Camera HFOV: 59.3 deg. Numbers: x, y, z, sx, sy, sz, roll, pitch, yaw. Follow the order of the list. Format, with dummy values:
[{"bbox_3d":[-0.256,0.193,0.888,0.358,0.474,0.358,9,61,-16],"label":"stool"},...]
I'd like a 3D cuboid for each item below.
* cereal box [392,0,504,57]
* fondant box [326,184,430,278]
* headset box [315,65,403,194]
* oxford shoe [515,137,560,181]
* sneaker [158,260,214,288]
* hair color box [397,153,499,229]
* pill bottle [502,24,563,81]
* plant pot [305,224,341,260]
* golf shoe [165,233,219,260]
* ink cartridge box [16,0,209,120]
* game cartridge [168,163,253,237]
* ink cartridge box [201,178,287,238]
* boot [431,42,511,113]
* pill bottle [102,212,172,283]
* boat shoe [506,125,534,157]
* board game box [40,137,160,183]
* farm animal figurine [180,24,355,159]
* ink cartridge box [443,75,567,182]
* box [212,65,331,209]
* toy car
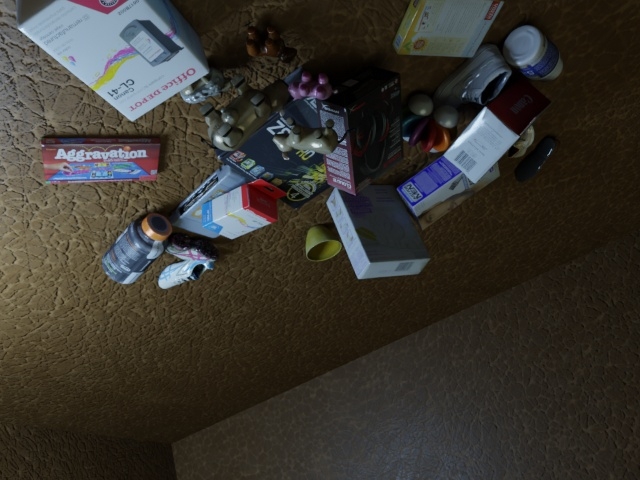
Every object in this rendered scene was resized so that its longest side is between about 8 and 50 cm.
[{"bbox_3d":[0.321,-0.549,1.422,0.240,0.047,0.173,-6,147,-24],"label":"cereal box"},{"bbox_3d":[0.189,-0.037,1.885,0.238,0.330,0.096,-3,143,-27],"label":"fondant box"},{"bbox_3d":[0.114,-0.280,1.503,0.218,0.110,0.293,-37,137,-30],"label":"headset box"},{"bbox_3d":[0.818,-0.295,2.105,0.076,0.076,0.212,-10,150,-38],"label":"oxford shoe"},{"bbox_3d":[-0.477,0.115,1.978,0.237,0.086,0.085,-30,150,18],"label":"sneaker"},{"bbox_3d":[0.445,-0.201,1.937,0.339,0.110,0.185,-34,148,4],"label":"hair color box"},{"bbox_3d":[0.604,-0.516,1.578,0.187,0.112,0.112,11,137,-45],"label":"pill bottle"},{"bbox_3d":[0.000,0.000,2.065,0.134,0.095,0.134,-15,150,-9],"label":"plant pot"},{"bbox_3d":[-0.432,0.033,1.893,0.186,0.067,0.086,21,138,-33],"label":"golf shoe"},{"bbox_3d":[-0.403,-0.416,1.127,0.226,0.131,0.306,-28,148,12],"label":"ink cartridge box"},{"bbox_3d":[-0.304,-0.115,1.745,0.297,0.062,0.198,-37,142,26],"label":"game cartridge"},{"bbox_3d":[-0.222,-0.090,1.658,0.231,0.078,0.134,-21,153,29],"label":"ink cartridge box"},{"bbox_3d":[0.425,-0.426,1.605,0.095,0.123,0.258,4,142,-35],"label":"boot"},{"bbox_3d":[-0.558,0.019,1.730,0.130,0.130,0.246,15,135,-45],"label":"pill bottle"},{"bbox_3d":[0.693,-0.343,1.959,0.059,0.063,0.170,-21,151,-10],"label":"boat shoe"},{"bbox_3d":[-0.567,-0.208,1.464,0.281,0.027,0.145,-5,145,-24],"label":"board game box"},{"bbox_3d":[-0.127,-0.303,1.310,0.327,0.330,0.172,-26,167,2],"label":"farm animal figurine"},{"bbox_3d":[0.544,-0.351,1.643,0.309,0.130,0.272,-40,171,-43],"label":"ink cartridge box"},{"bbox_3d":[-0.063,-0.268,1.598,0.318,0.097,0.395,-34,147,15],"label":"box"},{"bbox_3d":[0.305,-0.324,1.649,0.182,0.136,0.159,27,147,8],"label":"toy car"}]
